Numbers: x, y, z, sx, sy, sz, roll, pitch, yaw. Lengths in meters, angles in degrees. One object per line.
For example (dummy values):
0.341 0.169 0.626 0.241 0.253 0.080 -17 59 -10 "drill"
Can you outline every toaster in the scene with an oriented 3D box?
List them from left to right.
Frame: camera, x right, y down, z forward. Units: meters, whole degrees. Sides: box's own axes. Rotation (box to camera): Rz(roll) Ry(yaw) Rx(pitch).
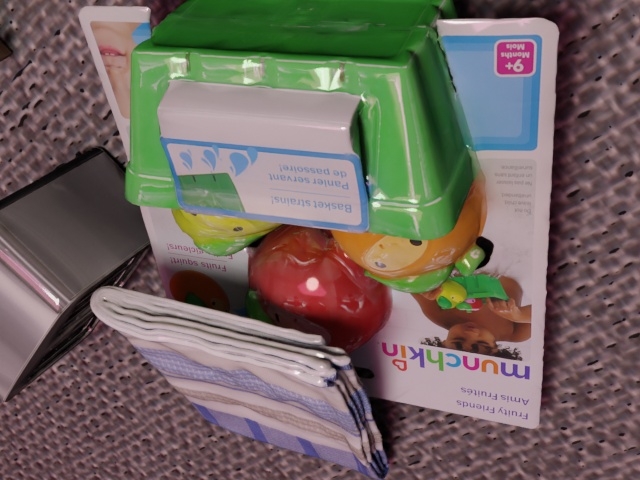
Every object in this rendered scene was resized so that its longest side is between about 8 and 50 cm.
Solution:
-0.240 0.029 0.773 0.110 0.185 0.168 42 126 2 "toaster"

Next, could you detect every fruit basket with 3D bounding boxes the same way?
0.000 0.000 0.665 0.327 0.165 0.353 8 125 19 "fruit basket"

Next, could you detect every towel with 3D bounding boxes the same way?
-0.053 0.128 0.756 0.209 0.034 0.285 13 155 18 "towel"

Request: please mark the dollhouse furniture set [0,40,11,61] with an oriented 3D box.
-0.263 -0.214 0.682 0.151 0.144 0.123 -36 105 20 "dollhouse furniture set"
